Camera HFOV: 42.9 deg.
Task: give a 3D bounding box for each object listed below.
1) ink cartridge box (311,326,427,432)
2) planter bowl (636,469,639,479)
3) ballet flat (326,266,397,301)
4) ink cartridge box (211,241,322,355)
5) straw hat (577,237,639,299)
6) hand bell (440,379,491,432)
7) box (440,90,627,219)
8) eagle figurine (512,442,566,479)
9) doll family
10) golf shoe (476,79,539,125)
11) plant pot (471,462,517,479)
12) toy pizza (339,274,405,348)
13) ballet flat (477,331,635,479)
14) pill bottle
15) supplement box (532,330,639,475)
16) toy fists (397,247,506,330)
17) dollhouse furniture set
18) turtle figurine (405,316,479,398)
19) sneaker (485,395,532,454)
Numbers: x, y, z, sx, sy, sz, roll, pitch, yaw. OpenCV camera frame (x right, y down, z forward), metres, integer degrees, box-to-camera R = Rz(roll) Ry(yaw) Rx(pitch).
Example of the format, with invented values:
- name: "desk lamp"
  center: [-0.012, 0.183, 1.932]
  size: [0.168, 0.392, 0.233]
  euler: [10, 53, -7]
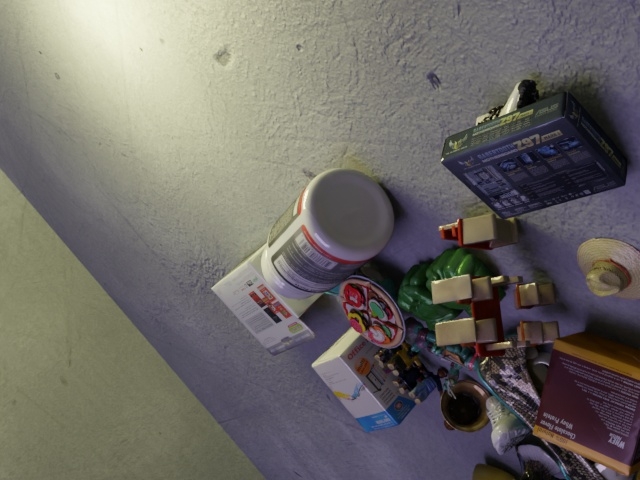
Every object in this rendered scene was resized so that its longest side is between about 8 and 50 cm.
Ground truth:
- name: "ink cartridge box"
  center: [0.133, 0.341, 2.089]
  size: [0.232, 0.171, 0.168]
  euler: [50, 149, -3]
- name: "planter bowl"
  center: [0.649, 0.448, 1.499]
  size: [0.090, 0.217, 0.217]
  euler: [31, 150, -6]
- name: "ballet flat"
  center: [0.089, 0.098, 1.980]
  size: [0.247, 0.083, 0.087]
  euler: [12, 109, 45]
- name: "ink cartridge box"
  center: [-0.125, 0.159, 2.252]
  size: [0.272, 0.130, 0.309]
  euler: [49, 150, -5]
- name: "straw hat"
  center: [0.502, 0.067, 1.425]
  size: [0.145, 0.061, 0.144]
  euler: [32, 145, 26]
- name: "hand bell"
  center: [0.343, 0.437, 2.033]
  size: [0.126, 0.126, 0.242]
  euler: [40, 161, 14]
- name: "box"
  center: [0.340, -0.128, 1.306]
  size: [0.183, 0.059, 0.233]
  euler: [36, 144, -31]
- name: "eagle figurine"
  center: [0.505, 0.565, 1.856]
  size: [0.225, 0.298, 0.226]
  euler: [-31, 73, 35]
- name: "doll family"
  center: [0.229, 0.312, 2.003]
  size: [0.193, 0.111, 0.076]
  euler: [56, 150, -3]
- name: "golf shoe"
  center: [0.302, -0.196, 1.366]
  size: [0.094, 0.077, 0.198]
  euler: [35, 146, 22]
- name: "plant pot"
  center: [0.454, 0.639, 2.086]
  size: [0.095, 0.134, 0.134]
  euler: [-9, 121, 27]
- name: "toy pizza"
  center: [0.113, 0.171, 1.900]
  size: [0.201, 0.032, 0.201]
  euler: [31, 139, 31]
- name: "ballet flat"
  center: [0.529, 0.383, 1.678]
  size: [0.482, 0.164, 0.182]
  euler: [50, 130, 1]
- name: "pill bottle"
  center: [0.000, 0.000, 1.837]
  size: [0.210, 0.210, 0.363]
  euler: [48, 150, 1]
- name: "supplement box"
  center: [0.524, 0.294, 1.502]
  size: [0.191, 0.129, 0.194]
  euler: [19, 104, 40]
- name: "toy fists"
  center: [0.262, 0.105, 1.738]
  size: [0.142, 0.096, 0.279]
  euler: [52, 151, -3]
- name: "dollhouse furniture set"
  center: [0.308, 0.089, 1.529]
  size: [0.135, 0.262, 0.258]
  euler: [-16, 73, 46]
- name: "turtle figurine"
  center: [0.288, 0.260, 1.856]
  size: [0.234, 0.118, 0.175]
  euler: [30, 148, 49]
- name: "sneaker"
  center: [0.404, 0.401, 1.810]
  size: [0.115, 0.090, 0.232]
  euler: [49, -168, 19]
